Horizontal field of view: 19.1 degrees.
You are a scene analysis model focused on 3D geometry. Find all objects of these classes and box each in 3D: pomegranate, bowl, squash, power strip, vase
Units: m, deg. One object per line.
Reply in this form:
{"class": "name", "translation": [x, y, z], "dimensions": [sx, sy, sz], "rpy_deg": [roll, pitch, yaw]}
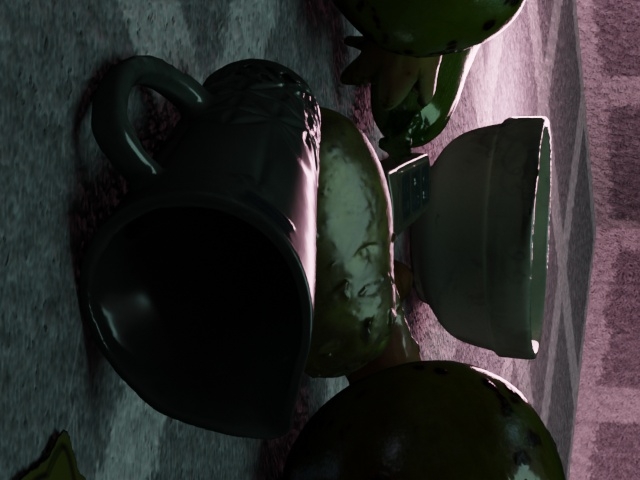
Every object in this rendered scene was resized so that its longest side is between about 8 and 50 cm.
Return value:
{"class": "pomegranate", "translation": [0.101, 0.212, 1.795], "dimensions": [0.291, 0.291, 0.323], "rpy_deg": [73, 14, -52]}
{"class": "bowl", "translation": [0.208, -0.005, 2.399], "dimensions": [0.307, 0.163, 0.307], "rpy_deg": [1, 90, -77]}
{"class": "squash", "translation": [0.123, -0.212, 2.143], "dimensions": [0.395, 0.107, 0.107], "rpy_deg": [-67, 155, -51]}
{"class": "power strip", "translation": [0.083, -0.052, 2.135], "dimensions": [0.286, 0.048, 0.080], "rpy_deg": [-33, 124, -75]}
{"class": "vase", "translation": [-0.072, -0.033, 1.346], "dimensions": [0.251, 0.156, 0.301], "rpy_deg": [57, 22, -21]}
{"class": "pomegranate", "translation": [0.090, -0.278, 1.870], "dimensions": [0.286, 0.231, 0.231], "rpy_deg": [133, -33, -65]}

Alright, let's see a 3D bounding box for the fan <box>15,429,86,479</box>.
{"class": "fan", "translation": [-0.178, 0.285, 1.186], "dimensions": [0.229, 0.011, 0.335], "rpy_deg": [43, 48, -72]}

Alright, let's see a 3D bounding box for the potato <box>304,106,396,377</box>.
{"class": "potato", "translation": [0.000, 0.000, 1.651], "dimensions": [0.149, 0.113, 0.251], "rpy_deg": [-27, 110, -41]}

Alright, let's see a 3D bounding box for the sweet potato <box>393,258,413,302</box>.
{"class": "sweet potato", "translation": [0.070, 0.050, 2.079], "dimensions": [0.218, 0.051, 0.065], "rpy_deg": [4, 85, -76]}
